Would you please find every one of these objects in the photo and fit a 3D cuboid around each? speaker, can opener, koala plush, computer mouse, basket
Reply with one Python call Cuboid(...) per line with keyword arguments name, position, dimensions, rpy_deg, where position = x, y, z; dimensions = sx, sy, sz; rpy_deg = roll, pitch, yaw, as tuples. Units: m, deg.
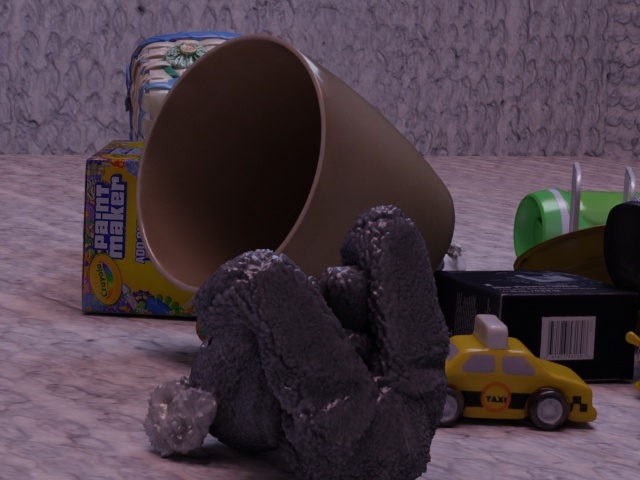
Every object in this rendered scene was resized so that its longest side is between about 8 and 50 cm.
Cuboid(name="speaker", position=(0.420, -0.007, 2.537), dimensions=(0.297, 0.131, 0.131), rpy_deg=(1, 8, -17))
Cuboid(name="can opener", position=(0.116, 0.027, 2.421), dimensions=(0.093, 0.074, 0.280), rpy_deg=(-31, -8, 22))
Cuboid(name="koala plush", position=(-0.027, 0.107, 1.427), dimensions=(0.196, 0.203, 0.221), rpy_deg=(-19, -1, -40))
Cuboid(name="computer mouse", position=(0.376, 0.064, 1.887), dimensions=(0.272, 0.072, 0.188), rpy_deg=(43, -20, -32))
Cuboid(name="basket", position=(-0.136, -0.181, 2.474), dimensions=(0.255, 0.201, 0.289), rpy_deg=(2, 18, -4))

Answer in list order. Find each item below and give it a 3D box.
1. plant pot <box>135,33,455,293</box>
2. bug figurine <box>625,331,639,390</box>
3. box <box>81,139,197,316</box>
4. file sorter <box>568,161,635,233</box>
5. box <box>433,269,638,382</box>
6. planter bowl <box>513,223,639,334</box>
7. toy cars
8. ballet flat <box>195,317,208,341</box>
Cuboid(name="plant pot", position=(0.003, -0.044, 1.860), dimensions=(0.256, 0.256, 0.274), rpy_deg=(11, -5, 46))
Cuboid(name="bug figurine", position=(0.407, 0.055, 1.710), dimensions=(0.216, 0.279, 0.072), rpy_deg=(19, 33, 11))
Cuboid(name="box", position=(-0.123, -0.015, 2.166), dimensions=(0.279, 0.177, 0.290), rpy_deg=(2, 7, -1))
Cuboid(name="file sorter", position=(0.440, 0.004, 2.284), dimensions=(0.278, 0.173, 0.193), rpy_deg=(5, 8, 6))
Cuboid(name="box", position=(0.212, 0.084, 1.873), dimensions=(0.156, 0.093, 0.158), rpy_deg=(0, 7, -22))
Cuboid(name="planter bowl", position=(0.326, 0.054, 2.040), dimensions=(0.217, 0.090, 0.217), rpy_deg=(-7, -18, -2))
Cuboid(name="toy cars", position=(0.065, 0.100, 1.706), dimensions=(0.394, 0.087, 0.176), rpy_deg=(9, 9, 35))
Cuboid(name="ballet flat", position=(-0.050, 0.071, 1.938), dimensions=(0.073, 0.080, 0.232), rpy_deg=(-10, -1, 30))
